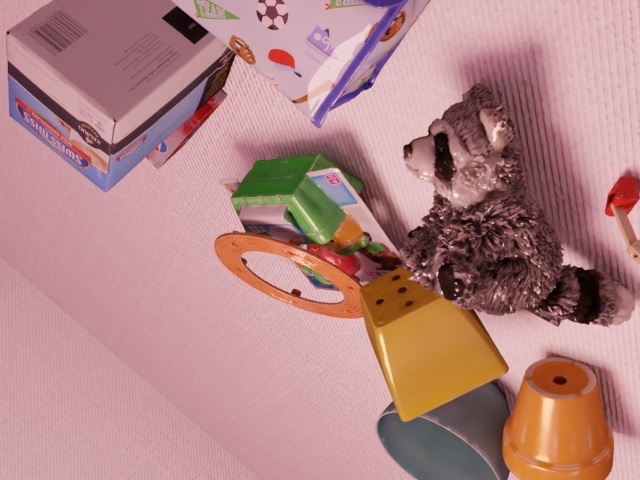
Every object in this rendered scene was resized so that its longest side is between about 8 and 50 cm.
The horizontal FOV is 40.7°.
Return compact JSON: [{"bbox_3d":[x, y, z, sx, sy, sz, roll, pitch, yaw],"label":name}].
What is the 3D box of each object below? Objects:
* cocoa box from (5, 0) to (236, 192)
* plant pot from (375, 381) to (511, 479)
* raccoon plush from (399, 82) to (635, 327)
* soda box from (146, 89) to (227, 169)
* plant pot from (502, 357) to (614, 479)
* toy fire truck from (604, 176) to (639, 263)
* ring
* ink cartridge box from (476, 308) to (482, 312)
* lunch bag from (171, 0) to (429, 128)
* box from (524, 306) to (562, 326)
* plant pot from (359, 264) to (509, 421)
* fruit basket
[{"bbox_3d":[-0.327,-0.302,1.470,0.231,0.347,0.228,39,148,3],"label":"cocoa box"},{"bbox_3d":[0.289,0.387,1.814,0.290,0.195,0.290,27,146,20],"label":"plant pot"},{"bbox_3d":[0.320,-0.057,1.324,0.216,0.447,0.299,47,124,56],"label":"raccoon plush"},{"bbox_3d":[-0.292,-0.242,1.746,0.083,0.092,0.263,46,148,-7],"label":"soda box"},{"bbox_3d":[0.445,0.330,1.608,0.205,0.205,0.188,15,124,34],"label":"plant pot"},{"bbox_3d":[0.479,0.006,1.212,0.135,0.192,0.047,9,146,-4],"label":"toy fire truck"},{"bbox_3d":[-0.051,0.065,1.694,0.337,0.032,0.336,19,158,8],"label":"ring"},{"bbox_3d":[0.277,0.037,1.502,0.143,0.090,0.092,47,147,-8],"label":"ink cartridge box"},{"bbox_3d":[0.002,-0.399,1.136,0.328,0.239,0.385,41,132,0],"label":"lunch bag"},{"bbox_3d":[0.398,0.112,1.534,0.083,0.018,0.067,29,146,18],"label":"box"},{"bbox_3d":[0.182,0.156,1.558,0.187,0.212,0.212,61,-176,-29],"label":"plant pot"},{"bbox_3d":[0.000,0.000,1.678,0.327,0.165,0.353,1,134,45],"label":"fruit basket"}]
